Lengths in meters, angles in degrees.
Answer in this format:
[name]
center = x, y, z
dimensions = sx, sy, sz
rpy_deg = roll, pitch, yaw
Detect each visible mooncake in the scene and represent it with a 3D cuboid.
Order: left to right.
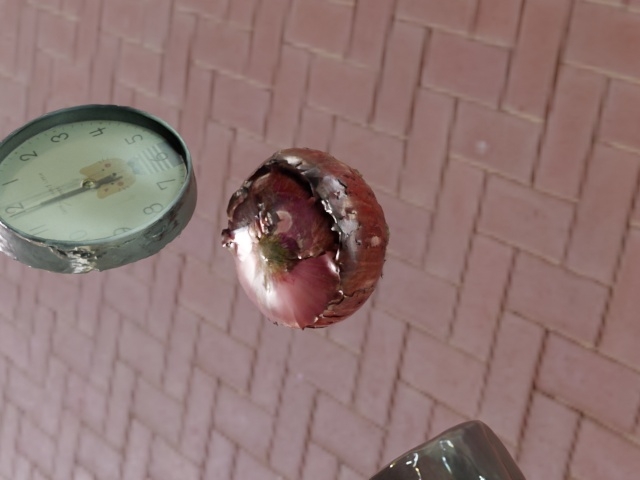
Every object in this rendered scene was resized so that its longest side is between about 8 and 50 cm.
[mooncake]
center = 0.130, 0.352, 1.737
dimensions = 0.154, 0.306, 0.306
rpy_deg = 54, 131, 13

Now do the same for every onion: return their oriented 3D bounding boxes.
[onion]
center = 0.000, 0.000, 1.339
dimensions = 0.184, 0.147, 0.184
rpy_deg = -2, 88, 49

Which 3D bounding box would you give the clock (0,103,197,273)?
[clock]
center = -0.240, -0.059, 1.439
dimensions = 0.226, 0.226, 0.049
rpy_deg = 50, 152, 39
